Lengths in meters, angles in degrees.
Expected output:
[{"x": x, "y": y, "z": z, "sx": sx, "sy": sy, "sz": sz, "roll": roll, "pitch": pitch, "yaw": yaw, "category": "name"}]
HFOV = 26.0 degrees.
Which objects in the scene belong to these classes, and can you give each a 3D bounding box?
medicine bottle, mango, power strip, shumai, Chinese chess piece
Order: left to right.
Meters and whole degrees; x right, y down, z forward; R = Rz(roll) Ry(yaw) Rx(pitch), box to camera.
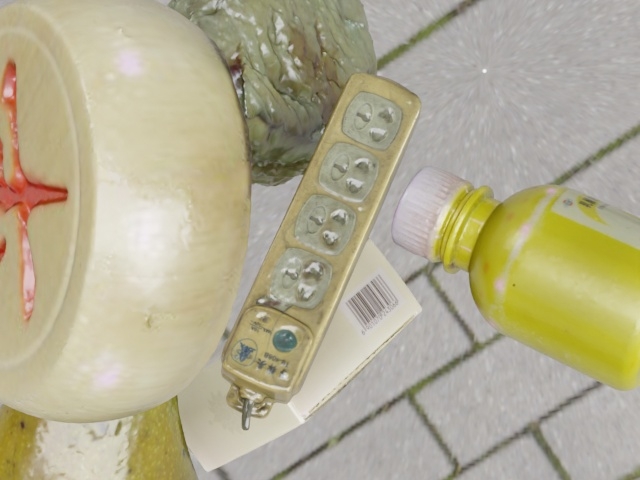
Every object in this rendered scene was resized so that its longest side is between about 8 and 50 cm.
[{"x": -0.140, "y": -0.021, "z": 0.797, "sx": 0.097, "sy": 0.251, "sz": 0.251, "roll": 2, "pitch": 100, "yaw": -36, "category": "Chinese chess piece"}, {"x": -0.181, "y": 0.221, "z": 1.082, "sx": 0.175, "sy": 0.176, "sz": 0.329, "roll": 24, "pitch": 131, "yaw": 31, "category": "mango"}, {"x": -0.079, "y": -0.132, "z": 1.221, "sx": 0.218, "sy": 0.256, "sz": 0.189, "roll": -23, "pitch": 71, "yaw": 33, "category": "shumai"}, {"x": 0.000, "y": 0.000, "z": 1.037, "sx": 0.064, "sy": 0.044, "sz": 0.305, "roll": 23, "pitch": 72, "yaw": 4, "category": "power strip"}, {"x": 0.160, "y": 0.015, "z": 1.028, "sx": 0.212, "sy": 0.122, "sz": 0.122, "roll": 26, "pitch": 100, "yaw": 20, "category": "medicine bottle"}]

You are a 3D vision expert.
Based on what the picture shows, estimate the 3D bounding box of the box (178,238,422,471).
[{"x": -0.030, "y": 0.109, "z": 1.329, "sx": 0.168, "sy": 0.212, "sz": 0.095, "roll": -32, "pitch": 95, "yaw": 46, "category": "box"}]
